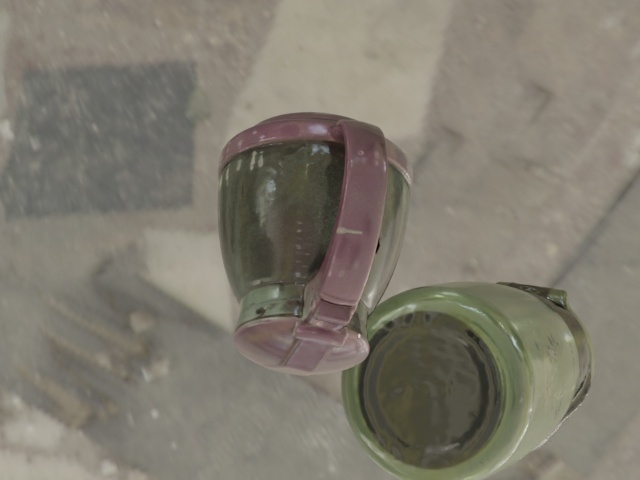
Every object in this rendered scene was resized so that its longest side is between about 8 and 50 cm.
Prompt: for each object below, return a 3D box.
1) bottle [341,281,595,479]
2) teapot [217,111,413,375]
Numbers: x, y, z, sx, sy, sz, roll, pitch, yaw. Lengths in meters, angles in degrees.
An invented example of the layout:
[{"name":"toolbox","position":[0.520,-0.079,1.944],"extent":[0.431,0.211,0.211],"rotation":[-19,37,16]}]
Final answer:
[{"name":"bottle","position":[0.147,0.117,1.730],"extent":[0.168,0.347,0.168],"rotation":[0,91,21]},{"name":"teapot","position":[0.005,0.004,1.137],"extent":[0.116,0.148,0.146],"rotation":[28,56,-41]}]
